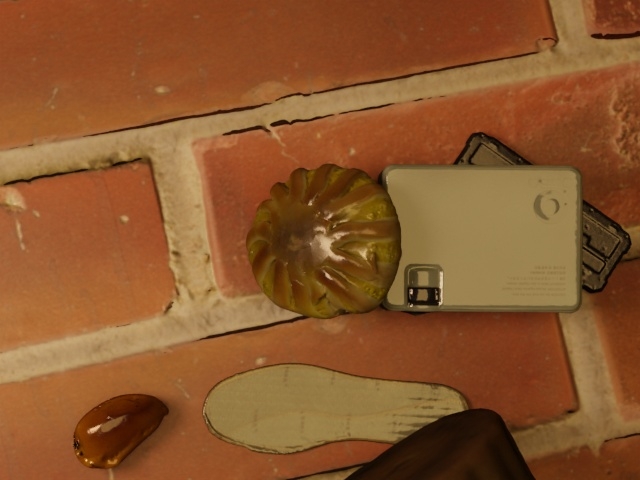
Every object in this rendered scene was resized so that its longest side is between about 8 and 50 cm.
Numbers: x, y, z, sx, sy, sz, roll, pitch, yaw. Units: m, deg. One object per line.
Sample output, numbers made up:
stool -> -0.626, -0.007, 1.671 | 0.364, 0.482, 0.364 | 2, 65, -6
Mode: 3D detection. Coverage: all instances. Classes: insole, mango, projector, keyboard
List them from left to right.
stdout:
mango -> -0.252, 0.232, 1.658 | 0.127, 0.063, 0.077 | -32, 124, -12
insole -> 0.022, 0.221, 1.716 | 0.348, 0.009, 0.119 | 4, 82, -6
projector -> 0.201, 0.001, 1.706 | 0.256, 0.099, 0.192 | 0, 87, -3
keyboard -> 0.287, -0.036, 1.772 | 0.262, 0.016, 0.106 | 35, 81, -1

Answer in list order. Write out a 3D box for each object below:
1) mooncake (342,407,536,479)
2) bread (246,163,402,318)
mooncake -> 0.124, 0.337, 1.579 | 0.290, 0.290, 0.161 | -33, 92, -9
bread -> 0.000, 0.000, 1.650 | 0.213, 0.104, 0.213 | -5, 81, 36
